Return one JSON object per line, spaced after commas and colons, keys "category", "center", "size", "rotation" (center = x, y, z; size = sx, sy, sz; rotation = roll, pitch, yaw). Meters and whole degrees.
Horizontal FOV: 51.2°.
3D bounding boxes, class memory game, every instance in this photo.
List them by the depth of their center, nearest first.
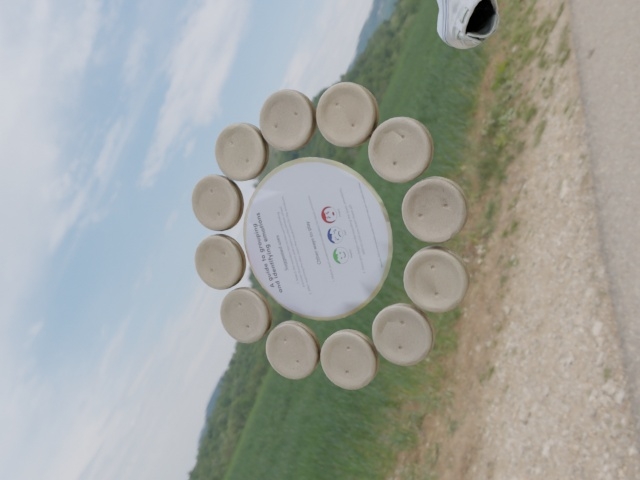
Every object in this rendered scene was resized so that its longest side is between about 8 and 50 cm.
{"category": "memory game", "center": [0.000, 0.000, 0.400], "size": [0.012, 0.186, 0.186], "rotation": [-21, -42, -63]}

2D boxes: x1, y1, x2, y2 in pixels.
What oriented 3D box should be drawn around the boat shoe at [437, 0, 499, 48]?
{"category": "boat shoe", "center": [0.214, -0.314, 0.953], "size": [0.083, 0.075, 0.226], "rotation": [-44, -17, 14]}
